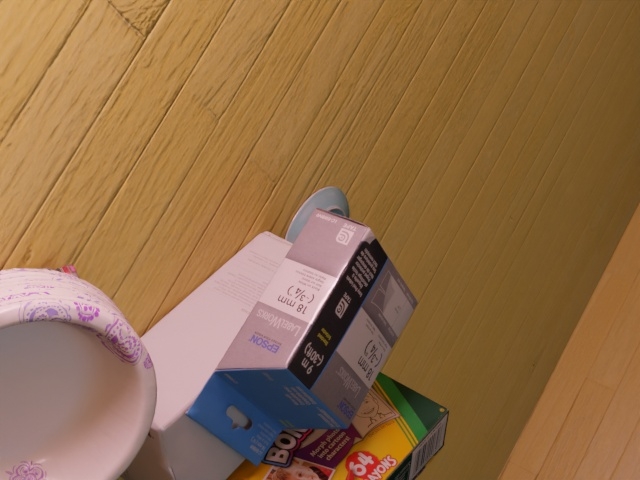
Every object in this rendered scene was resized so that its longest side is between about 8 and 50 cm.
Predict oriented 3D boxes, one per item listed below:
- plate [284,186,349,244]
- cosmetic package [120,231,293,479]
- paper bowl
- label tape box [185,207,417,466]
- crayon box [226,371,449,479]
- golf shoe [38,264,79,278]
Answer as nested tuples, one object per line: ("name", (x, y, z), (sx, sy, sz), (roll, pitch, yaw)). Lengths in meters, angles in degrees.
("plate", (0.000, 0.000, 1.679), (0.188, 0.024, 0.188), (-38, 141, -40))
("cosmetic package", (-0.140, 0.192, 1.467), (0.385, 0.156, 0.217), (-40, 141, -35))
("paper bowl", (-0.335, 0.162, 1.087), (0.284, 0.148, 0.284), (-14, 122, -24))
("label tape box", (-0.012, 0.159, 1.392), (0.333, 0.106, 0.240), (-59, 146, -15))
("crayon box", (-0.024, 0.335, 1.589), (0.363, 0.313, 0.106), (-38, 143, -40))
("golf shoe", (-0.337, 0.115, 1.201), (0.086, 0.067, 0.186), (-9, 119, -28))
